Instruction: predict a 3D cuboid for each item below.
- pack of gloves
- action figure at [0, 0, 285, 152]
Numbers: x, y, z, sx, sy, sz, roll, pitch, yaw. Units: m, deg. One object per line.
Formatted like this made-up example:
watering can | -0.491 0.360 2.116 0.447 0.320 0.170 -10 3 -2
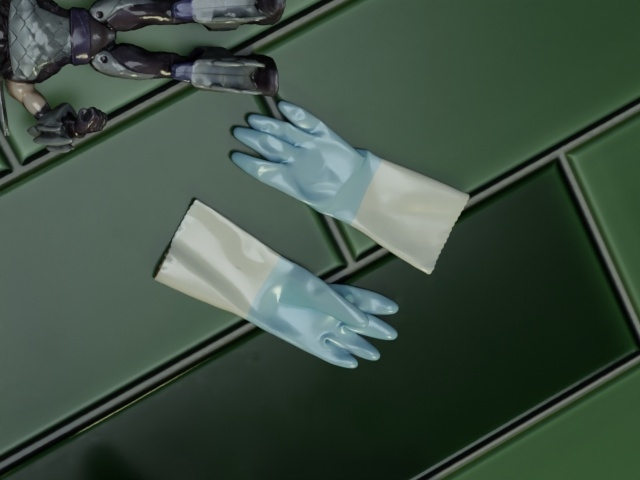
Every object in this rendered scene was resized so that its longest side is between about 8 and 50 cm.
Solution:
pack of gloves | 0.000 0.000 1.554 0.232 0.046 0.195 27 94 -19
action figure | -0.176 -0.170 1.445 0.285 0.099 0.185 -2 106 -12
